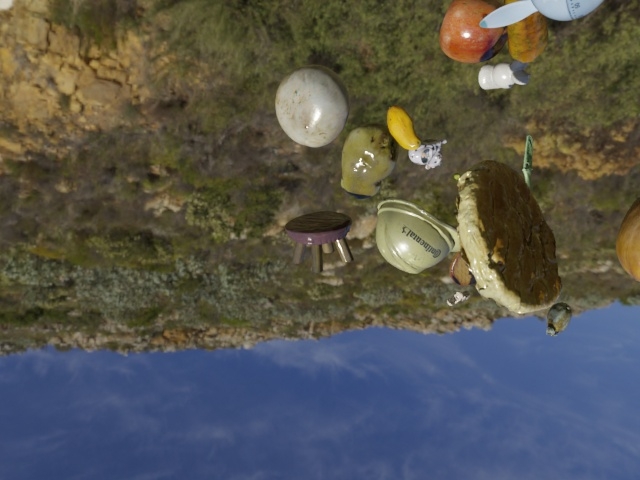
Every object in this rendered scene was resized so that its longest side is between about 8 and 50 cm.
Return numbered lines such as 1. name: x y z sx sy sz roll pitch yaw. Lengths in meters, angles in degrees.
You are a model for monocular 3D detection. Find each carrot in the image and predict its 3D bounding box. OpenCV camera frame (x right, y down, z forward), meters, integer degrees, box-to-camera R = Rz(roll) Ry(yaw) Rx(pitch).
1. carrot: 0.567 -0.619 1.545 0.114 0.114 0.302 26 168 31

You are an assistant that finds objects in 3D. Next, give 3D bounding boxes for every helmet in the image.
1. helmet: 0.239 0.013 1.435 0.257 0.137 0.204 28 162 -2

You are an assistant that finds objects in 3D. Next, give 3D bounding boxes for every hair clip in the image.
1. hair clip: 0.613 0.236 2.407 0.226 0.072 0.034 -4 -127 -56

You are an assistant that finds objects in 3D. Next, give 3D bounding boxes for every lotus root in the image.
1. lotus root: 0.952 0.318 2.244 0.088 0.165 0.088 29 157 14

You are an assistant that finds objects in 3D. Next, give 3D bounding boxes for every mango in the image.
1. mango: 0.302 -0.411 2.053 0.075 0.098 0.190 -22 -99 -44

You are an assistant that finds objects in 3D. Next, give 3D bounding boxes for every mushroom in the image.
1. mushroom: -0.008 -0.412 1.691 0.243 0.244 0.243 13 -162 -4

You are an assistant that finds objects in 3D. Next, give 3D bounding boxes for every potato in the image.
1. potato: 0.186 -0.307 2.226 0.218 0.351 0.202 -13 -128 -38

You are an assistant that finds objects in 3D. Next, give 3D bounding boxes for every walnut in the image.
1. walnut: 0.902 -0.026 1.476 0.203 0.298 0.203 31 171 6

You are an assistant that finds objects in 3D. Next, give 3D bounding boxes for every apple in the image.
1. apple: 0.533 -0.724 1.912 0.253 0.254 0.253 13 -162 -4

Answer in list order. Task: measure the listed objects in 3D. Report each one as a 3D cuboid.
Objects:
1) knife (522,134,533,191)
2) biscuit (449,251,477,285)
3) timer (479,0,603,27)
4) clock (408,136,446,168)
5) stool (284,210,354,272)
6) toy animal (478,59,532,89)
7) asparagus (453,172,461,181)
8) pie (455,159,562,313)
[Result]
1. knife: 0.714 -0.232 1.932 0.043 0.293 0.019 21 159 -27
2. biscuit: 0.647 0.110 2.483 0.176 0.229 0.031 -12 -146 -22
3. timer: 0.456 -0.522 1.124 0.175 0.176 0.255 0 -167 -37
4. clock: 0.417 -0.334 2.200 0.176 0.117 0.080 -17 -151 -33
5. stool: 0.000 0.000 2.269 0.271 0.179 0.272 -6 -160 2
6. toy animal: 0.715 -0.625 2.091 0.130 0.104 0.220 -2 -172 -34
7. asparagus: 0.456 -0.202 1.832 0.021 0.025 0.108 12 -177 28
8. pie: 0.379 -0.007 1.135 0.339 0.340 0.083 -5 168 -45
